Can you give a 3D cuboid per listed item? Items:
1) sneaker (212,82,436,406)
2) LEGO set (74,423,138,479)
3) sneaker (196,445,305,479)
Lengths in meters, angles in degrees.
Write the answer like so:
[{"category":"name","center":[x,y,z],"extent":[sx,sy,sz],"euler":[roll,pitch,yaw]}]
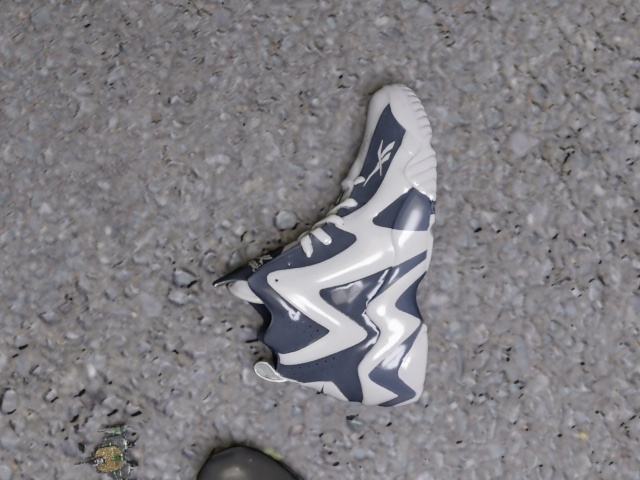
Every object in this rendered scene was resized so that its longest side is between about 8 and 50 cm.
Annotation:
[{"category":"sneaker","center":[0.000,0.000,1.013],"extent":[0.153,0.094,0.234],"euler":[3,92,-6]},{"category":"LEGO set","center":[-0.159,0.170,1.034],"extent":[0.083,0.023,0.054],"euler":[-43,80,9]},{"category":"sneaker","center":[-0.018,0.277,0.957],"extent":[0.109,0.130,0.286],"euler":[-21,80,1]}]
